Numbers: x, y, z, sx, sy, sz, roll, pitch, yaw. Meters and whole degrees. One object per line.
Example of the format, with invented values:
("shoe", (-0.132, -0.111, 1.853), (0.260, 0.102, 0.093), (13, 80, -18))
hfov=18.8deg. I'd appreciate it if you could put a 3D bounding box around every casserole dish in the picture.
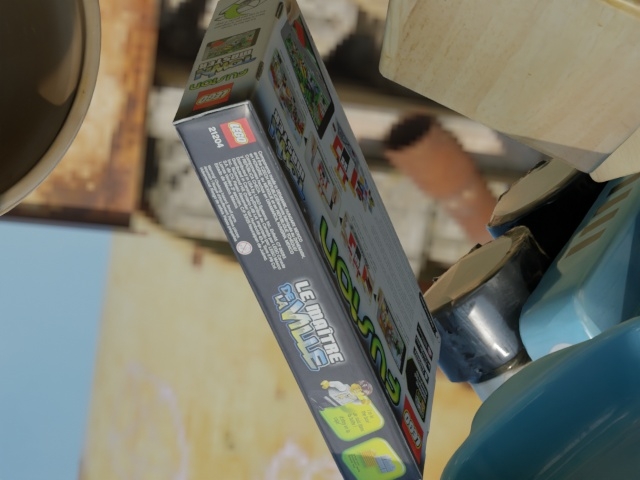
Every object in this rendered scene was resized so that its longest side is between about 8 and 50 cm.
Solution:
("casserole dish", (0.116, 0.077, 0.534), (0.114, 0.037, 0.188), (-36, -151, -21))

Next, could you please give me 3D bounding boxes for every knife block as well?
("knife block", (0.071, -0.086, 0.521), (0.088, 0.276, 0.242), (27, -141, 3))

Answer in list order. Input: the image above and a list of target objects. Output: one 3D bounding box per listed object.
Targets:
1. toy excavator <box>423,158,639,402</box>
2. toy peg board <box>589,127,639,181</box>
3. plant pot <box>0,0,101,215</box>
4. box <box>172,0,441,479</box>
("toy excavator", (0.274, 0.046, 1.194), (0.445, 0.222, 0.433), (-29, -168, 38))
("toy peg board", (0.225, -0.140, 1.187), (0.160, 0.161, 0.079), (-15, -167, 26))
("plant pot", (-0.247, -0.109, 1.113), (0.237, 0.237, 0.110), (5, 171, -10))
("box", (0.000, 0.000, 0.866), (0.036, 0.207, 0.114), (-15, -151, 18))
